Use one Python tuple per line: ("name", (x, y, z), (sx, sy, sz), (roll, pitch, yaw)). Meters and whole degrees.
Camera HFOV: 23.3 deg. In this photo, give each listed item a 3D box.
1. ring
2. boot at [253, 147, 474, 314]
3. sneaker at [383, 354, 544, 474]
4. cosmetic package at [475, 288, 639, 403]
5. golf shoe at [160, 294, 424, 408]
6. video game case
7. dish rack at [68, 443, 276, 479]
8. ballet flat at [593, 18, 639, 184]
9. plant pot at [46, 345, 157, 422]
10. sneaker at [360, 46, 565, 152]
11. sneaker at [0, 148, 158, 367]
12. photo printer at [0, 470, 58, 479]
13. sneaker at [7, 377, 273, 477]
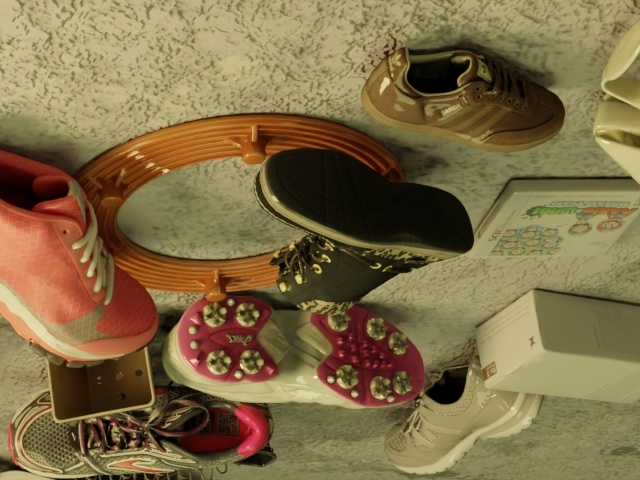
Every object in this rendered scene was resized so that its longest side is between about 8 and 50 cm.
("ring", (-0.083, -0.018, 1.471), (0.336, 0.032, 0.336), (-7, 154, -3))
("boot", (0.001, 0.002, 1.410), (0.236, 0.085, 0.178), (13, 148, -38))
("sneaker", (0.159, 0.205, 1.951), (0.115, 0.105, 0.281), (36, 139, -15))
("cosmetic package", (0.309, 0.128, 1.823), (0.231, 0.085, 0.117), (11, 147, -31))
("golf shoe", (-0.034, 0.129, 1.714), (0.306, 0.115, 0.140), (13, 157, -25))
("video game case", (0.244, -0.021, 1.577), (0.157, 0.019, 0.143), (-1, 153, -15))
("dish rack", (-0.213, 0.274, 1.963), (0.208, 0.074, 0.271), (16, 145, -39))
("ballet flat", (0.300, -0.117, 1.324), (0.124, 0.116, 0.342), (10, 154, 9))
("plant pot", (-0.227, 0.140, 1.668), (0.109, 0.109, 0.096), (-11, 165, 5))
("sneaker", (0.131, -0.121, 1.293), (0.188, 0.066, 0.071), (2, 150, -22))
("sneaker", (-0.237, 0.010, 1.360), (0.136, 0.116, 0.314), (-33, 135, 25))
("photo printer", (-0.314, 0.403, 2.065), (0.307, 0.107, 0.256), (15, 155, 2))
("sneaker", (-0.202, 0.206, 1.747), (0.299, 0.121, 0.112), (-6, -176, -7))
